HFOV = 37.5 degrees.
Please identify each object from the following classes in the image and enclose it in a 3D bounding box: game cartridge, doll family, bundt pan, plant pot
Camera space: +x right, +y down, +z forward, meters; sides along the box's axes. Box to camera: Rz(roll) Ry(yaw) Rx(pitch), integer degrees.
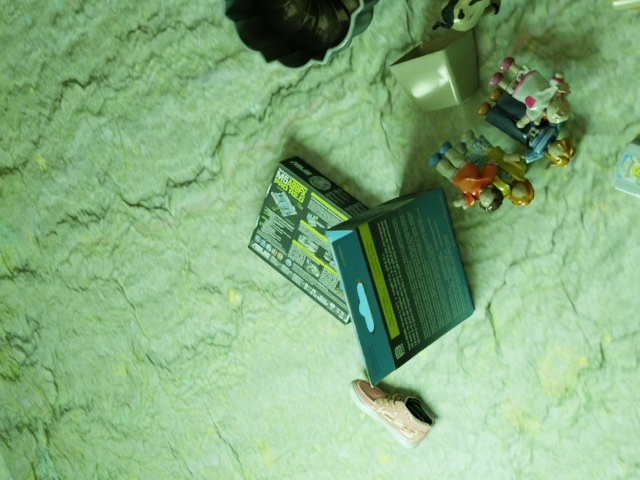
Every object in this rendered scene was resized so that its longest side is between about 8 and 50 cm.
[{"bbox_3d":[0.476,-0.107,1.417,0.056,0.017,0.083,29,122,32],"label":"game cartridge"},{"bbox_3d":[0.310,-0.152,1.487,0.163,0.118,0.263,44,111,25],"label":"doll family"},{"bbox_3d":[-0.024,-0.462,1.611,0.331,0.124,0.331,14,114,35],"label":"bundt pan"},{"bbox_3d":[0.196,-0.270,1.526,0.109,0.109,0.096,-11,112,41],"label":"plant pot"}]

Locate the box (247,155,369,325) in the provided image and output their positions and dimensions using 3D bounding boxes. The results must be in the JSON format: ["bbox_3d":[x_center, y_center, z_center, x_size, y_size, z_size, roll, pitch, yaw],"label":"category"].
[{"bbox_3d":[0.000,0.000,1.810,0.270,0.060,0.216,37,125,22],"label":"box"}]

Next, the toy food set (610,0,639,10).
[{"bbox_3d":[0.419,-0.386,1.234,0.104,0.111,0.232,-1,139,38],"label":"toy food set"}]

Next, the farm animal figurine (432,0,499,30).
[{"bbox_3d":[0.249,-0.484,1.349,0.327,0.172,0.330,-6,103,40],"label":"farm animal figurine"}]

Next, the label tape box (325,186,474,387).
[{"bbox_3d":[0.108,0.071,1.565,0.106,0.334,0.240,-9,100,40],"label":"label tape box"}]

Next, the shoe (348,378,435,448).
[{"bbox_3d":[0.139,0.316,1.819,0.178,0.063,0.081,42,127,12],"label":"shoe"}]
